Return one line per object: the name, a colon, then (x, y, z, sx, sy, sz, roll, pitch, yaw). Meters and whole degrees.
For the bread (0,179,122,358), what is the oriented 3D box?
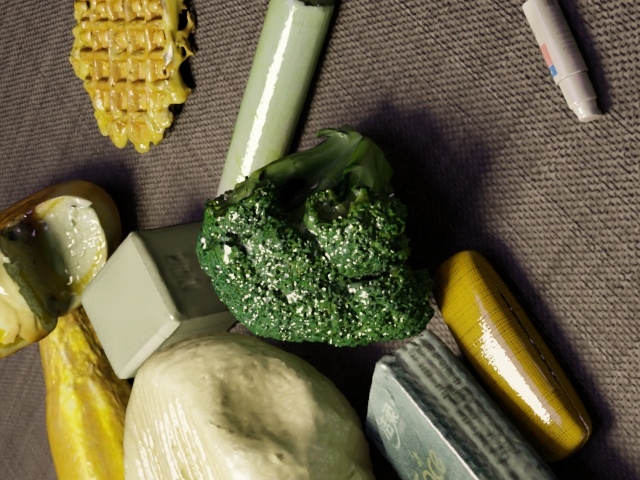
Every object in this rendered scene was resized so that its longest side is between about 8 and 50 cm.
bread: (-0.413, 0.050, 1.734, 0.333, 0.333, 0.160, -14, 113, 47)

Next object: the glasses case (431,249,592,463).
glasses case: (0.192, 0.117, 1.288, 0.234, 0.064, 0.079, 59, 136, 19)

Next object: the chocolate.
chocolate: (-0.298, 0.303, 1.788, 0.162, 0.162, 0.445, -33, 70, 44)

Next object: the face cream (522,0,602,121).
face cream: (0.234, -0.174, 1.209, 0.034, 0.034, 0.130, -33, 75, 44)

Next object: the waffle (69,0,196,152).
waffle: (-0.250, -0.263, 1.679, 0.262, 0.060, 0.280, 57, 134, 18)

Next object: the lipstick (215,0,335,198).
lipstick: (-0.057, -0.159, 1.485, 0.076, 0.076, 0.304, 38, 123, 35)

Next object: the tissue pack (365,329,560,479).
tissue pack: (0.155, 0.238, 1.300, 0.257, 0.081, 0.185, 50, 156, 26)

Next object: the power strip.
power strip: (-0.216, 0.090, 1.652, 0.224, 0.140, 0.139, -44, 68, 41)

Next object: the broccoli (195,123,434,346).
broccoli: (0.000, 0.000, 1.366, 0.245, 0.265, 0.294, -57, 35, -1)

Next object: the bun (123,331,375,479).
bun: (-0.074, 0.272, 1.473, 0.352, 0.227, 0.348, -33, 74, 52)
